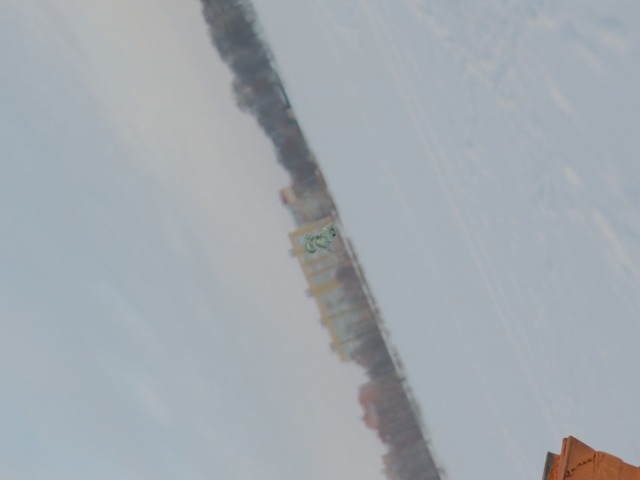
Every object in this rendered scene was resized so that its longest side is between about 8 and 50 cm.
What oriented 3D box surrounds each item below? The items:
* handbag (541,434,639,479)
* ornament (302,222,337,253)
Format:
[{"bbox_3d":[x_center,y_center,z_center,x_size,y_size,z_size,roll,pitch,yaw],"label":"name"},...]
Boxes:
[{"bbox_3d":[0.632,0.591,1.995,0.116,0.410,0.303,114,179,-50],"label":"handbag"},{"bbox_3d":[-0.001,0.002,1.999,0.068,0.092,0.041,40,-132,-43],"label":"ornament"}]
